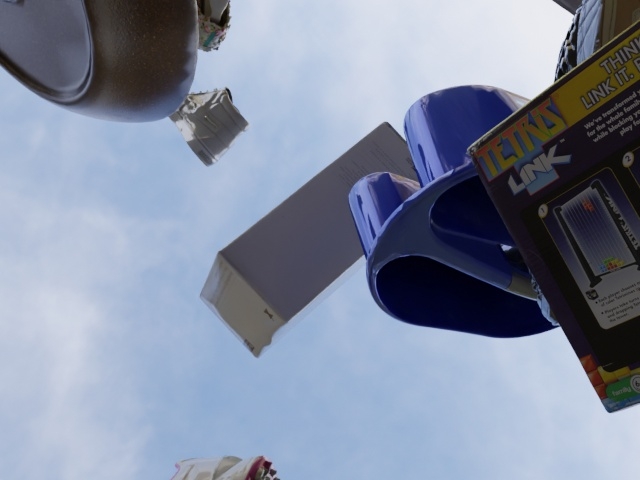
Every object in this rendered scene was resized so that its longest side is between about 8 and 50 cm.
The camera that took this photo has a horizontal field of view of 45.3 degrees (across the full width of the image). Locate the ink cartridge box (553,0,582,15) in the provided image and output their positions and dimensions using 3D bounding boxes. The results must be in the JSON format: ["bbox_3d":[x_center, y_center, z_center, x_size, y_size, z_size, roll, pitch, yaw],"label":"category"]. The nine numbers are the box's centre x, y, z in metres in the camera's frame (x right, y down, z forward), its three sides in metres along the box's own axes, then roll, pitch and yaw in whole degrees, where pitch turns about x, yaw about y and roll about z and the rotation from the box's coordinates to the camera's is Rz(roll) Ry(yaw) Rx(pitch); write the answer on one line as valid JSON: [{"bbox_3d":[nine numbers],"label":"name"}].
[{"bbox_3d":[0.362,-0.417,0.745,0.166,0.285,0.395,34,-130,-7],"label":"ink cartridge box"}]

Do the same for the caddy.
[{"bbox_3d":[0.195,-0.008,0.797,0.341,0.241,0.179,11,-138,-31],"label":"caddy"}]

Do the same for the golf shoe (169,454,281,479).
[{"bbox_3d":[-0.156,0.341,0.787,0.306,0.140,0.115,-48,-45,-50],"label":"golf shoe"}]

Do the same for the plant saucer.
[{"bbox_3d":[-0.200,-0.200,0.481,0.050,0.310,0.310,-41,-92,-28],"label":"plant saucer"}]

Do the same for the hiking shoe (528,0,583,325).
[{"bbox_3d":[0.198,-0.051,0.483,0.114,0.086,0.227,11,-92,11],"label":"hiking shoe"}]

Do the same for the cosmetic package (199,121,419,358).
[{"bbox_3d":[0.000,0.000,1.268,0.385,0.217,0.156,-38,-98,-30],"label":"cosmetic package"}]

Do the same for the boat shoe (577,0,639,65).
[{"bbox_3d":[0.166,-0.095,0.412,0.045,0.050,0.135,4,-97,4],"label":"boat shoe"}]

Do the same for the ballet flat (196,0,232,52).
[{"bbox_3d":[-0.155,-0.394,1.115,0.091,0.077,0.241,2,-98,-33],"label":"ballet flat"}]

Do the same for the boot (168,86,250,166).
[{"bbox_3d":[-0.222,-0.250,1.471,0.258,0.123,0.095,51,-178,39],"label":"boot"}]

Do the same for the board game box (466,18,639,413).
[{"bbox_3d":[0.161,-0.023,0.312,0.048,0.170,0.141,-13,-107,-43],"label":"board game box"}]
